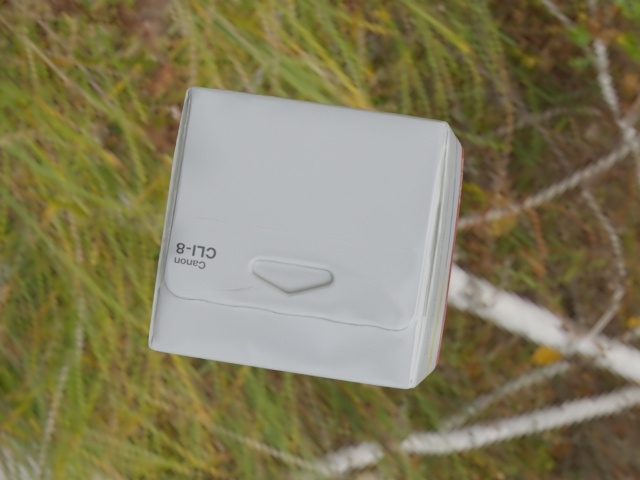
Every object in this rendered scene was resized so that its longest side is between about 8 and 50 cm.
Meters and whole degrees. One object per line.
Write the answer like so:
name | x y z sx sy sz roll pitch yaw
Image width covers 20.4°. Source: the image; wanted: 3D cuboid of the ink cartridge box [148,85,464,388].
ink cartridge box | 0.000 0.000 0.887 0.176 0.128 0.127 4 94 -84
